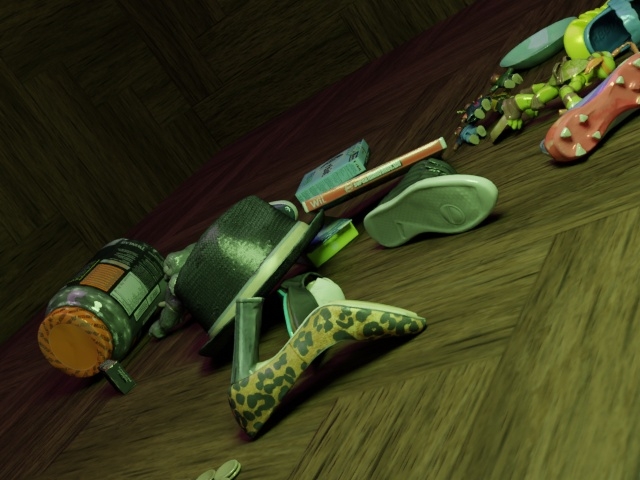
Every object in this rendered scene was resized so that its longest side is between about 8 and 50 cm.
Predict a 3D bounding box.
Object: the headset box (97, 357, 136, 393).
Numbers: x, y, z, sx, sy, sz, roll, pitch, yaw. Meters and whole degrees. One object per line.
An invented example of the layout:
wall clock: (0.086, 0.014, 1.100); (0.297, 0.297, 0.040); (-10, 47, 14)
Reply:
headset box: (-0.401, 0.267, 1.732); (0.032, 0.062, 0.083); (-42, 15, -23)

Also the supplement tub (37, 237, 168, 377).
supplement tub: (-0.488, 0.152, 2.008); (0.207, 0.207, 0.338); (-28, 16, 26)

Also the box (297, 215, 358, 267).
box: (0.000, 0.000, 1.714); (0.109, 0.042, 0.178); (-40, 16, -13)

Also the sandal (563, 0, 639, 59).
sandal: (0.594, -0.436, 1.634); (0.317, 0.126, 0.138); (-50, 23, -21)

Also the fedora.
fedora: (-0.143, 0.038, 1.539); (0.334, 0.152, 0.334); (-50, 2, 2)

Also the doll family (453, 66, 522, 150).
doll family: (0.326, -0.260, 1.751); (0.193, 0.076, 0.111); (-39, 19, -3)

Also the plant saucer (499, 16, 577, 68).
plant saucer: (0.499, -0.434, 1.983); (0.195, 0.037, 0.195); (-33, 14, 9)

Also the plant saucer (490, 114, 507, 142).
plant saucer: (0.340, -0.220, 1.635); (0.083, 0.015, 0.083); (-53, -3, -4)

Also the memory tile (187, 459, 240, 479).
memory tile: (-0.155, 0.331, 1.074); (0.113, 0.012, 0.148); (-30, 15, 21)

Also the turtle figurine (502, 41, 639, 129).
turtle figurine: (0.420, -0.264, 1.513); (0.217, 0.087, 0.269); (-22, 22, 46)

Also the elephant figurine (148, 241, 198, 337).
elephant figurine: (-0.270, 0.093, 1.848); (0.186, 0.169, 0.239); (-10, -12, -21)

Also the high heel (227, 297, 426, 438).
high heel: (0.007, 0.171, 1.156); (0.261, 0.186, 0.093); (1, -5, 12)

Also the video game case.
video game case: (0.105, -0.120, 1.701); (0.285, 0.025, 0.204); (-25, -1, 4)

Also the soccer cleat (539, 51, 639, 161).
soccer cleat: (0.437, -0.208, 1.328); (0.248, 0.083, 0.095); (-40, 10, -6)

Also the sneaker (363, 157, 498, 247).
sneaker: (0.195, -0.084, 1.411); (0.147, 0.104, 0.295); (-50, 15, -29)

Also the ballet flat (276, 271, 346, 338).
ballet flat: (-0.012, 0.097, 1.344); (0.096, 0.095, 0.280); (-26, 15, -1)

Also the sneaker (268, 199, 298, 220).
sneaker: (-0.159, 0.001, 1.988); (0.226, 0.086, 0.163); (-26, 19, 26)

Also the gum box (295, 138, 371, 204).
gum box: (0.033, -0.169, 2.183); (0.184, 0.041, 0.157); (-29, 15, 19)
